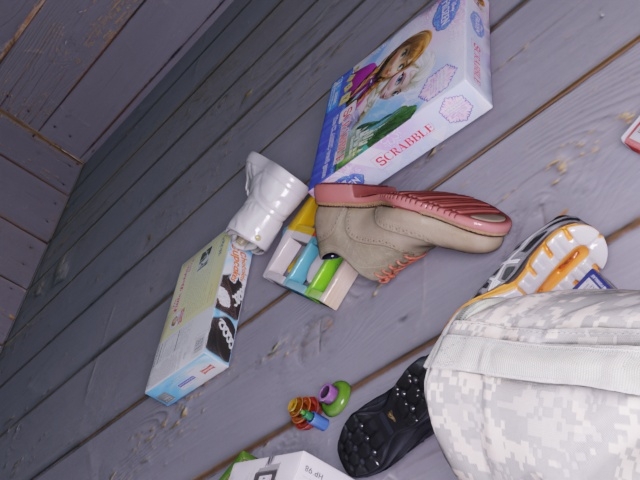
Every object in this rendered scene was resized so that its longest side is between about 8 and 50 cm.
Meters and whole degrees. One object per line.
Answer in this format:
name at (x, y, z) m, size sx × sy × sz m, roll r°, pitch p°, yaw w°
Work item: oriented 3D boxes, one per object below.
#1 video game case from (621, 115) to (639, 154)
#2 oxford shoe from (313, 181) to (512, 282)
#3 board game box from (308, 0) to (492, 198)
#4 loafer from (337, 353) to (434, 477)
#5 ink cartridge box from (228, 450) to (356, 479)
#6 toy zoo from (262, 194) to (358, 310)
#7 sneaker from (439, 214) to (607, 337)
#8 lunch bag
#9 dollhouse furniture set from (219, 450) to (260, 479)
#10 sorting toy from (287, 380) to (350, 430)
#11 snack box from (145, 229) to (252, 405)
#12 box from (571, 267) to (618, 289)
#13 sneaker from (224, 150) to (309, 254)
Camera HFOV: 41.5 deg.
video game case at (0.430, -0.129, 0.782) m, size 0.204 × 0.025 × 0.285 m, roll -51°, pitch 25°, yaw 9°
oxford shoe at (0.114, -0.004, 1.124) m, size 0.348 × 0.123 × 0.130 m, roll 13°, pitch 100°, yaw 57°
board game box at (0.130, -0.235, 1.359) m, size 0.318 × 0.066 × 0.319 m, roll -34°, pitch 30°, yaw 33°
loafer at (0.094, 0.197, 0.934) m, size 0.223 × 0.078 × 0.076 m, roll -53°, pitch 53°, yaw 40°
ink cartridge box at (-0.021, 0.296, 0.972) m, size 0.180 × 0.104 × 0.060 m, roll -25°, pitch 38°, yaw 47°
toy zoo at (0.000, 0.000, 1.382) m, size 0.192 × 0.030 × 0.293 m, roll -58°, pitch 25°, yaw -7°
sneaker at (0.211, 0.056, 0.896) m, size 0.215 × 0.084 × 0.083 m, roll -43°, pitch 12°, yaw 19°
lunch bag at (0.238, 0.134, 0.529) m, size 0.305 × 0.256 × 0.213 m, roll -4°, pitch 56°, yaw 59°
dollhouse furniture set at (-0.091, 0.344, 1.070) m, size 0.058 × 0.076 × 0.152 m, roll -49°, pitch 25°, yaw 14°
sorting toy at (-0.008, 0.218, 1.118) m, size 0.102 × 0.042 × 0.061 m, roll -40°, pitch 29°, yaw 30°
snack box at (-0.219, 0.131, 1.577) m, size 0.187 × 0.060 × 0.322 m, roll -36°, pitch 32°, yaw 36°
box at (0.220, 0.146, 0.804) m, size 0.225 × 0.036 × 0.136 m, roll -49°, pitch 25°, yaw 15°
sneaker at (-0.124, -0.067, 1.577) m, size 0.169 × 0.108 × 0.292 m, roll -55°, pitch 16°, yaw 1°
